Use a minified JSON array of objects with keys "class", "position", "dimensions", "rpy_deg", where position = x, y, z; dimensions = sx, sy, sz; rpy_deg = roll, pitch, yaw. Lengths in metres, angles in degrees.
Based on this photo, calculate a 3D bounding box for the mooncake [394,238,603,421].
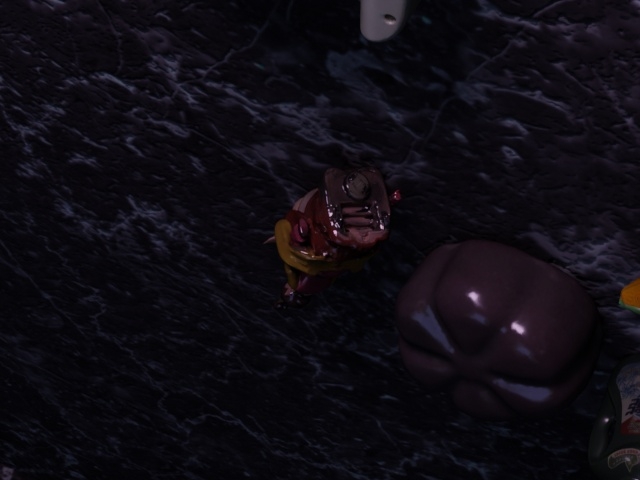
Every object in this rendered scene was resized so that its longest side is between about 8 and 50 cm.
[{"class":"mooncake","position":[0.207,0.110,1.574],"dimensions":[0.245,0.133,0.245],"rpy_deg":[23,144,18]}]

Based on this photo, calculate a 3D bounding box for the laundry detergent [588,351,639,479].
[{"class":"laundry detergent","position":[0.368,0.232,1.532],"dimensions":[0.144,0.221,0.078],"rpy_deg":[-13,131,48]}]

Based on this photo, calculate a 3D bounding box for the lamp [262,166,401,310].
[{"class":"lamp","position":[0.000,0.000,1.589],"dimensions":[0.118,0.118,0.253],"rpy_deg":[32,151,-7]}]

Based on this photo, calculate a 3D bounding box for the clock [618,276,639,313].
[{"class":"clock","position":[0.424,0.075,1.379],"dimensions":[0.231,0.103,0.144],"rpy_deg":[10,136,25]}]

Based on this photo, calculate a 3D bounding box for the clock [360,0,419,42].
[{"class":"clock","position":[-0.051,-0.322,1.158],"dimensions":[0.324,0.108,0.265],"rpy_deg":[19,148,15]}]
